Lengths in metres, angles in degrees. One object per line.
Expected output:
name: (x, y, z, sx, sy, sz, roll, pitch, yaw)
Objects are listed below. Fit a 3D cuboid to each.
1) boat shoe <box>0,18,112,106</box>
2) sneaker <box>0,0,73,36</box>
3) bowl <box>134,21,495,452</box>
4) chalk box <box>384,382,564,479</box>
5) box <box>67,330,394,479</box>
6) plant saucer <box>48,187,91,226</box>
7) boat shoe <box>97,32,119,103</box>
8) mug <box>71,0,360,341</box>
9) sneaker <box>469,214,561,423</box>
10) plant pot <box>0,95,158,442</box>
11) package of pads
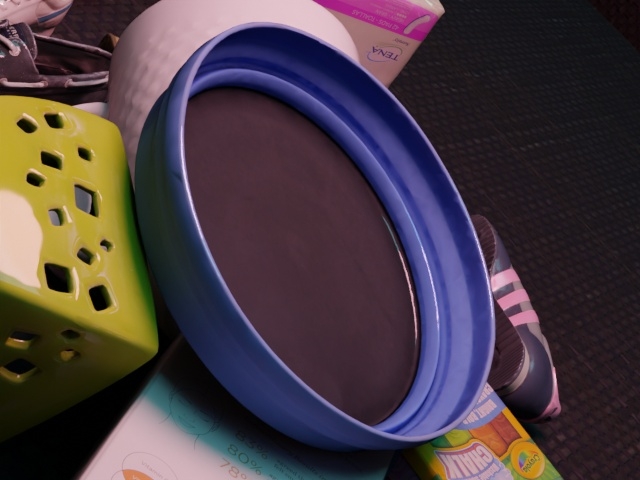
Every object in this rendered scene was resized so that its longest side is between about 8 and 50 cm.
boat shoe: (-0.342, -0.189, 1.605, 0.301, 0.102, 0.108, 10, 40, -45)
sneaker: (-0.363, -0.273, 1.714, 0.087, 0.092, 0.229, 45, 29, 6)
bowl: (0.000, 0.000, 1.308, 0.391, 0.077, 0.391, 31, 44, -36)
chalk box: (0.092, 0.237, 1.442, 0.289, 0.179, 0.180, 51, 30, 20)
box: (-0.102, 0.238, 1.211, 0.215, 0.168, 0.345, 38, 28, -3)
plant saucer: (-0.313, -0.030, 1.424, 0.195, 0.037, 0.195, 4, 52, -6)
boat shoe: (-0.222, -0.178, 1.779, 0.060, 0.064, 0.178, 19, 32, -31)
mug: (-0.129, -0.054, 1.543, 0.374, 0.276, 0.328, 1, 51, -8)
sneaker: (0.220, 0.103, 1.900, 0.131, 0.112, 0.319, 43, 25, -34)
plant pot: (-0.285, 0.011, 1.172, 0.207, 0.228, 0.227, 31, 38, -51)
package of pads: (-0.010, -0.278, 2.012, 0.296, 0.229, 0.101, 13, 35, -40)
